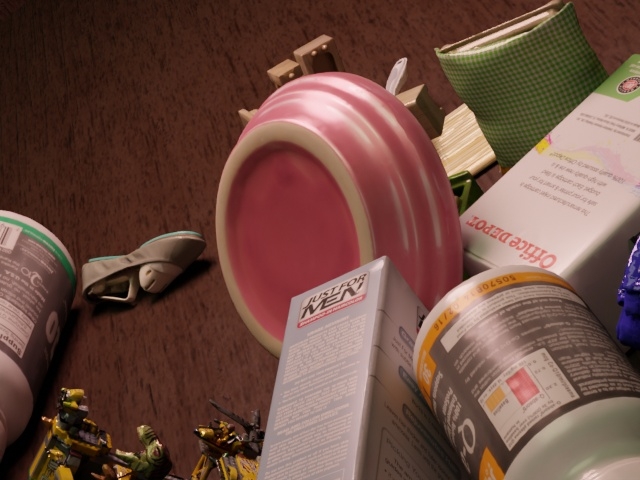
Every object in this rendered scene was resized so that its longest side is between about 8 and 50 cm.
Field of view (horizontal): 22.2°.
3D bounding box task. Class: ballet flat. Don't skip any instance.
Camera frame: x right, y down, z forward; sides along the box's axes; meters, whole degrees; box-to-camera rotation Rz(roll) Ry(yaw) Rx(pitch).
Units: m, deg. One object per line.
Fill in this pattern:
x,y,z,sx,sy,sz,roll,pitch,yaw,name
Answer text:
-0.229,0.044,2.118,0.213,0.072,0.068,-15,63,38,ballet flat

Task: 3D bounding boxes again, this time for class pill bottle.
0.192,0.156,1.303,0.162,0.162,0.278,-36,38,5,pill bottle
-0.445,0.143,2.061,0.204,0.204,0.361,-24,31,26,pill bottle

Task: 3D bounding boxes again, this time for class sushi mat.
0.147,-0.102,1.917,0.317,0.019,0.151,-35,27,8,sushi mat

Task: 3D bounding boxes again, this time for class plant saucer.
0.000,0.000,1.629,0.084,0.332,0.332,-11,8,-38,plant saucer

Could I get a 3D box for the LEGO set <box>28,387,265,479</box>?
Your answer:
-0.135,0.224,1.509,0.192,0.255,0.331,-62,12,14,LEGO set

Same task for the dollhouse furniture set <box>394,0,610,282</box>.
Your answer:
0.161,-0.086,1.683,0.302,0.197,0.151,-20,31,32,dollhouse furniture set

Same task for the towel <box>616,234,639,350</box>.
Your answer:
0.398,0.011,1.254,0.308,0.076,0.227,15,72,35,towel

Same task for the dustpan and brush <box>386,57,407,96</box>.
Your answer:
0.078,-0.136,1.966,0.147,0.060,0.211,-14,35,41,dustpan and brush

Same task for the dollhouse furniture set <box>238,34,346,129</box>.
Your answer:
-0.006,-0.155,2.074,0.151,0.144,0.123,-31,30,-16,dollhouse furniture set

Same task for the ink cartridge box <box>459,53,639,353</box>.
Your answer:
0.283,-0.033,1.543,0.278,0.117,0.201,-43,28,-8,ink cartridge box

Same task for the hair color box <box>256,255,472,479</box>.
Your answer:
0.047,0.208,1.393,0.114,0.185,0.374,-25,30,25,hair color box
